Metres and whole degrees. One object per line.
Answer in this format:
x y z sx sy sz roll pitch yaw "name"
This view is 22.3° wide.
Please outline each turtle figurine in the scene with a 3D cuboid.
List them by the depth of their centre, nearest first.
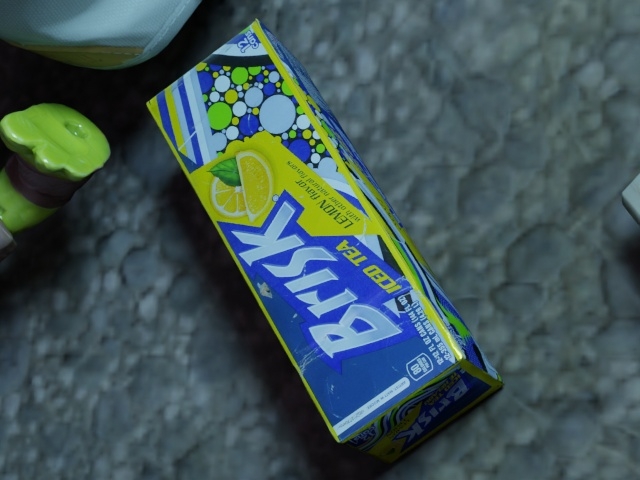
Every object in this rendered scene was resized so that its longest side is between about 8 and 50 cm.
-0.174 0.026 0.683 0.269 0.087 0.217 48 113 25 "turtle figurine"

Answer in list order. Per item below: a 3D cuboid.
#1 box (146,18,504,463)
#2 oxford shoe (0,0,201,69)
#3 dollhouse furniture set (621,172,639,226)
0.000 0.000 0.633 0.059 0.054 0.169 -36 63 10 "box"
-0.026 -0.253 0.689 0.169 0.130 0.449 21 69 34 "oxford shoe"
0.224 -0.030 0.383 0.303 0.174 0.355 -51 43 19 "dollhouse furniture set"
